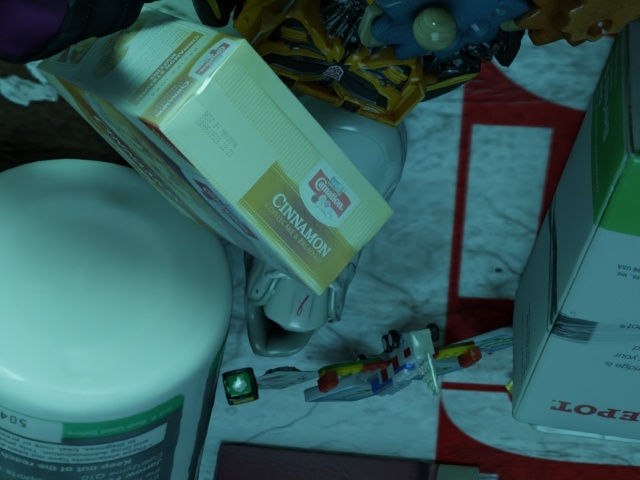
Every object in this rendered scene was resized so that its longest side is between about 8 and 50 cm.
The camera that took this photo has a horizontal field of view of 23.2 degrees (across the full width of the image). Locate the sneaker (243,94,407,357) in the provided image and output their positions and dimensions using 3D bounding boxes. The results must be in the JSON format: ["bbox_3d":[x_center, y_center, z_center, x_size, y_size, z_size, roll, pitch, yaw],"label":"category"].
[{"bbox_3d":[0.000,0.000,1.022,0.090,0.115,0.232,11,142,-5],"label":"sneaker"}]

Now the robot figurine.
[{"bbox_3d":[0.044,-0.167,0.828,0.211,0.085,0.291,19,140,-16],"label":"robot figurine"}]

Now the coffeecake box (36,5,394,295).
[{"bbox_3d":[-0.064,-0.059,0.897,0.142,0.068,0.185,47,169,-32],"label":"coffeecake box"}]

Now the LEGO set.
[{"bbox_3d":[0.040,0.104,1.119,0.182,0.060,0.244,-20,165,29],"label":"LEGO set"}]

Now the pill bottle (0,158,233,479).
[{"bbox_3d":[-0.183,0.126,1.137,0.204,0.204,0.361,9,141,-5],"label":"pill bottle"}]

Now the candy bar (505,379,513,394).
[{"bbox_3d":[0.221,0.099,1.203,0.161,0.018,0.040,-20,136,30],"label":"candy bar"}]

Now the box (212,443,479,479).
[{"bbox_3d":[0.017,0.275,1.366,0.232,0.126,0.148,5,142,0],"label":"box"}]

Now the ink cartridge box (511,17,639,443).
[{"bbox_3d":[0.254,0.011,1.000,0.211,0.121,0.289,9,142,-4],"label":"ink cartridge box"}]

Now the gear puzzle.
[{"bbox_3d":[0.192,-0.148,0.776,0.339,0.044,0.175,-9,152,-21],"label":"gear puzzle"}]

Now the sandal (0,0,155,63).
[{"bbox_3d":[-0.172,-0.146,0.804,0.446,0.107,0.167,-12,141,38],"label":"sandal"}]
